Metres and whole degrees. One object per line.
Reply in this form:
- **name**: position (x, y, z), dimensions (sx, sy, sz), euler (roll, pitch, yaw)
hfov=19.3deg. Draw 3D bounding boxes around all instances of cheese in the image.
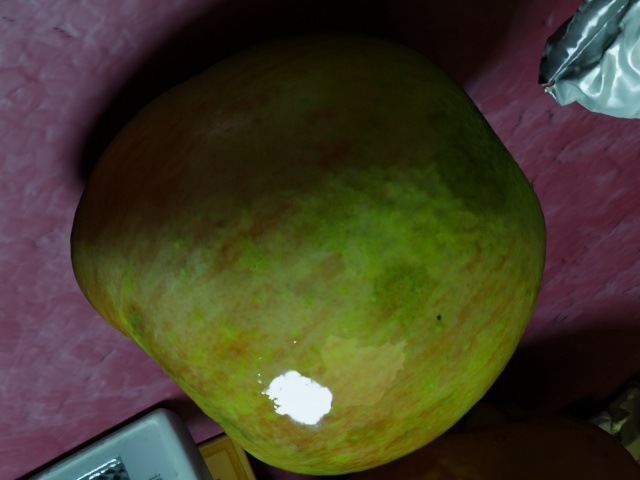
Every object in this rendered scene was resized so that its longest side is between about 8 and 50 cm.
- **cheese**: position (0.255, 0.211, 1.766), dimensions (0.127, 0.049, 0.235), euler (-26, 154, -5)

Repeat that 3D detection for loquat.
- **loquat**: position (0.136, 0.290, 1.525), dimensions (0.328, 0.328, 0.328), euler (-20, 152, -11)

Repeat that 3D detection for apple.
- **apple**: position (0.000, 0.000, 1.046), dimensions (0.226, 0.246, 0.246), euler (-47, 151, 0)

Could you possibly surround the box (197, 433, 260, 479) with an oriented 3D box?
- **box**: position (-0.165, 0.263, 1.480), dimensions (0.274, 0.076, 0.174), euler (-23, 151, -4)

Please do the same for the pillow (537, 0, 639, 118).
- **pillow**: position (0.282, -0.176, 1.016), dimensions (0.310, 0.138, 0.283), euler (-13, 151, -29)

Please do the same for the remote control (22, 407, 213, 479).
- **remote control**: position (-0.225, 0.259, 1.349), dimensions (0.344, 0.145, 0.050), euler (-29, 157, 5)
